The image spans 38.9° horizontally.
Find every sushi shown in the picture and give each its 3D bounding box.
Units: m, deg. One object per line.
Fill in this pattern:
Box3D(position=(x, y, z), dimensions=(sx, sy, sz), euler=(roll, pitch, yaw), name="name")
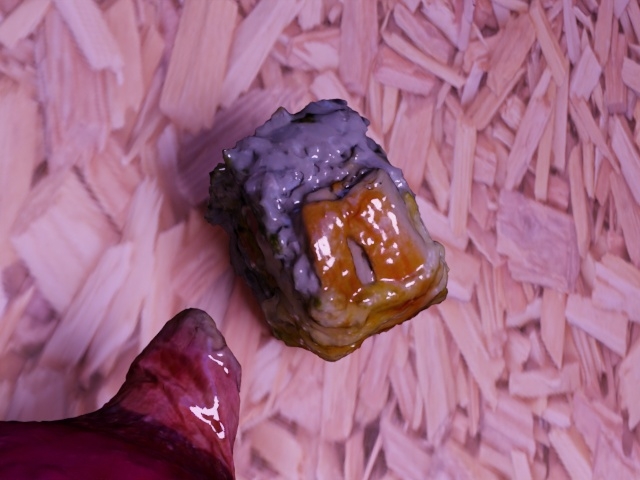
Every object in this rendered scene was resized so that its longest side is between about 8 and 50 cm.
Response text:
Box3D(position=(0.000, 0.000, 0.738), dimensions=(0.139, 0.274, 0.184), euler=(-27, 82, -16), name="sushi")

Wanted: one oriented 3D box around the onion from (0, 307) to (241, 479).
Box3D(position=(-0.125, 0.195, 0.450), dimensions=(0.348, 0.348, 0.385), euler=(37, 52, -18), name="onion")
